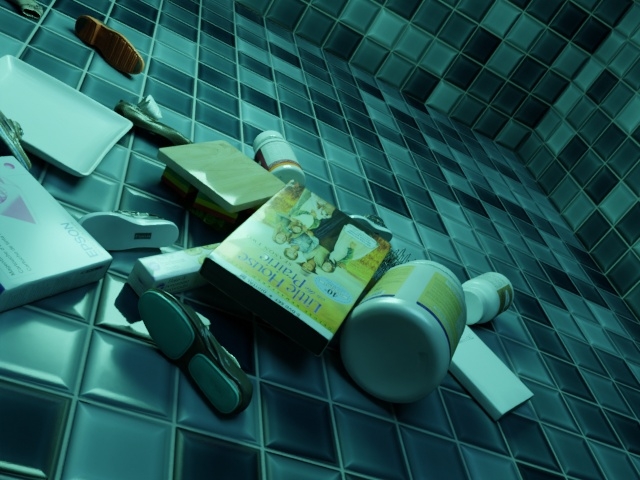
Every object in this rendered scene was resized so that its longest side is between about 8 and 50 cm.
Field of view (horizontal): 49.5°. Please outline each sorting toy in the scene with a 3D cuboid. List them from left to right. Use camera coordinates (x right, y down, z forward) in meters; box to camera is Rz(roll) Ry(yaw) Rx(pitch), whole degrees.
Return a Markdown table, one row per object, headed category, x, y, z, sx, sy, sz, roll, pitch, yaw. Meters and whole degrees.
| category | x | y | z | sx | sy | sz | roll | pitch | yaw |
| --- | --- | --- | --- | --- | --- | --- | --- | --- | --- |
| sorting toy | -0.249 | -0.142 | 1.761 | 0.255 | 0.089 | 0.257 | 36 | 28 | 19 |

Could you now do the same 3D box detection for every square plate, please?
| category | x | y | z | sx | sy | sz | roll | pitch | yaw |
| --- | --- | --- | --- | --- | --- | --- | --- | --- | --- |
| square plate | -0.652 | -0.289 | 1.625 | 0.347 | 0.049 | 0.344 | 28 | 28 | -11 |

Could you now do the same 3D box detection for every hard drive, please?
| category | x | y | z | sx | sy | sz | roll | pitch | yaw |
| --- | --- | --- | --- | --- | --- | --- | --- | --- | --- |
| hard drive | 0.401 | 0.320 | 1.818 | 0.203 | 0.040 | 0.307 | -5 | 47 | -52 |

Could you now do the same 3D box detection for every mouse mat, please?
| category | x | y | z | sx | sy | sz | roll | pitch | yaw |
| --- | --- | --- | --- | --- | --- | --- | --- | --- | --- |
| mouse mat | -0.267 | -0.084 | 1.770 | 0.152 | 0.007 | 0.190 | 37 | 28 | 4 |

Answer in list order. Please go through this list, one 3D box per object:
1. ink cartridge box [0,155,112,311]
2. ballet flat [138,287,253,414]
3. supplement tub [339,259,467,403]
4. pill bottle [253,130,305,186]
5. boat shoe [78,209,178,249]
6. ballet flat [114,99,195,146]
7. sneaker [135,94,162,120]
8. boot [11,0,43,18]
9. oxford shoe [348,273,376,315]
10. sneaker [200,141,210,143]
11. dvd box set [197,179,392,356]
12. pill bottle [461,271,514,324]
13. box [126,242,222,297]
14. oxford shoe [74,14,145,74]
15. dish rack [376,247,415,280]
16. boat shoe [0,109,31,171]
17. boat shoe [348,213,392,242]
| category | x | y | z | sx | sy | sz | roll | pitch | yaw |
| --- | --- | --- | --- | --- | --- | --- | --- | --- | --- |
| ink cartridge box | -0.595 | -0.019 | 1.225 | 0.324 | 0.071 | 0.330 | 42 | 26 | 14 |
| ballet flat | -0.224 | 0.199 | 1.270 | 0.280 | 0.095 | 0.096 | 51 | 19 | 9 |
| supplement tub | 0.202 | 0.192 | 1.584 | 0.241 | 0.241 | 0.331 | 38 | 27 | 7 |
| pill bottle | -0.127 | -0.222 | 2.026 | 0.121 | 0.121 | 0.221 | 17 | 31 | -31 |
| boat shoe | -0.408 | -0.031 | 1.453 | 0.228 | 0.080 | 0.076 | 0 | 25 | -44 |
| ballet flat | -0.441 | -0.291 | 1.868 | 0.250 | 0.058 | 0.084 | 30 | -10 | -19 |
| sneaker | -0.478 | -0.365 | 1.939 | 0.061 | 0.053 | 0.152 | 49 | 2 | -27 |
| boot | -0.882 | -0.701 | 2.052 | 0.118 | 0.042 | 0.087 | 11 | 37 | -38 |
| oxford shoe | 0.000 | 0.000 | 1.800 | 0.169 | 0.130 | 0.449 | -1 | 41 | -44 |
| sneaker | -0.291 | -0.234 | 1.950 | 0.061 | 0.065 | 0.158 | -3 | -4 | 23 |
| dvd box set | -0.038 | 0.040 | 1.552 | 0.307 | 0.062 | 0.420 | 34 | 36 | 6 |
| pill bottle | 0.472 | 0.174 | 2.039 | 0.131 | 0.131 | 0.229 | 45 | 29 | 20 |
| box | -0.262 | 0.058 | 1.477 | 0.067 | 0.063 | 0.324 | 46 | 29 | 20 |
| oxford shoe | -0.623 | -0.600 | 2.122 | 0.271 | 0.097 | 0.098 | 41 | 21 | 13 |
| dish rack | 0.220 | 0.085 | 1.966 | 0.271 | 0.074 | 0.208 | 48 | 29 | 25 |
| boat shoe | -0.649 | -0.220 | 1.429 | 0.183 | 0.066 | 0.066 | 58 | 40 | -14 |
| boat shoe | 0.135 | -0.049 | 2.109 | 0.183 | 0.065 | 0.083 | 22 | 27 | -37 |
